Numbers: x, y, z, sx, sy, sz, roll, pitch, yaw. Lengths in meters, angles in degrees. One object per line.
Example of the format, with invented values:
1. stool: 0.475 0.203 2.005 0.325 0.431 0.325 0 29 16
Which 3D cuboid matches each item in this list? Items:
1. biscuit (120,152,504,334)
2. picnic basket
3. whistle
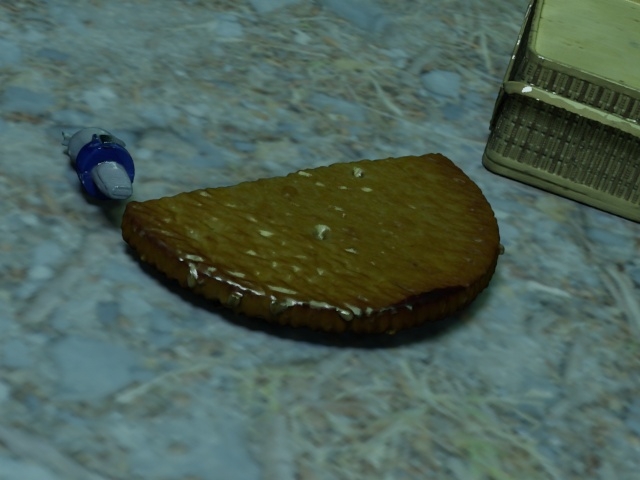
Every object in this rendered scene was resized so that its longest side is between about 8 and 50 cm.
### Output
1. biscuit: 0.012 0.005 0.772 0.206 0.025 0.126 -11 41 -35
2. picnic basket: 0.168 -0.090 0.945 0.115 0.079 0.164 21 32 4
3. whistle: -0.106 -0.038 0.778 0.033 0.029 0.083 1 23 -20
